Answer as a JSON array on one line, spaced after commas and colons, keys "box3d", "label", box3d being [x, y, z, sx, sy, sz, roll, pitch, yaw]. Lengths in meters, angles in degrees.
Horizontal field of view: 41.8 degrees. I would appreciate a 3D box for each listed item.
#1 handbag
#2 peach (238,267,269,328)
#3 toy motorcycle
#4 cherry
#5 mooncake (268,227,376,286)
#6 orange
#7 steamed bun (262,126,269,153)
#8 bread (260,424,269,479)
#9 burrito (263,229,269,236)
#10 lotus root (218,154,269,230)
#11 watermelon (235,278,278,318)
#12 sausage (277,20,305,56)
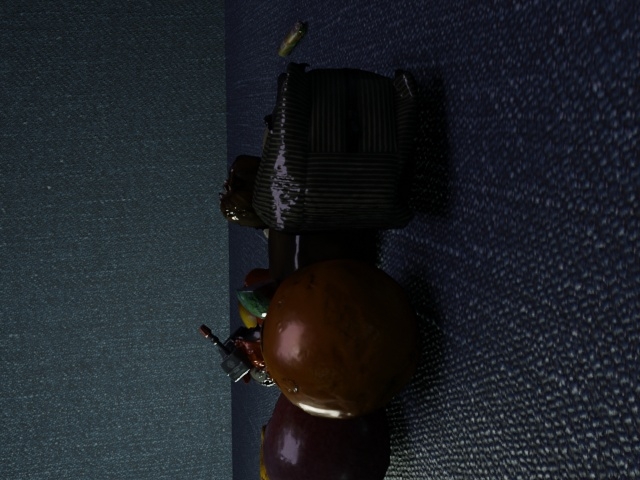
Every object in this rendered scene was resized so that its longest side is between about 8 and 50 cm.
[{"box3d": [0.022, -0.140, 1.267, 0.340, 0.247, 0.240, -139, 49, -80], "label": "handbag"}, {"box3d": [-0.093, 0.152, 1.969, 0.197, 0.197, 0.198, 178, 90, -77], "label": "peach"}, {"box3d": [-0.110, 0.180, 1.798, 0.325, 0.221, 0.148, -44, 2, 32], "label": "toy motorcycle"}, {"box3d": [0.014, 0.333, 1.454, 0.261, 0.221, 0.308, 121, 163, -63], "label": "cherry"}, {"box3d": [0.000, 0.000, 1.569, 0.290, 0.161, 0.291, 179, 90, -76], "label": "mooncake"}, {"box3d": [0.031, 0.148, 1.274, 0.246, 0.246, 0.246, 178, 90, -77], "label": "orange"}, {"box3d": [-0.051, -0.195, 1.757, 0.170, 0.152, 0.239, 168, 100, -70], "label": "steamed bun"}, {"box3d": [-0.062, 0.525, 1.948, 0.270, 0.142, 0.196, -131, 39, -73], "label": "bread"}, {"box3d": [-0.095, -0.038, 2.161, 0.392, 0.076, 0.117, -136, 53, -69], "label": "burrito"}, {"box3d": [-0.104, -0.092, 1.883, 0.329, 0.078, 0.167, 4, -74, -62], "label": "lotus root"}, {"box3d": [-0.113, 0.106, 1.561, 0.072, 0.092, 0.085, -57, -12, -47], "label": "watermelon"}, {"box3d": [-0.075, -0.501, 2.089, 0.269, 0.032, 0.033, 172, 96, -77], "label": "sausage"}]
